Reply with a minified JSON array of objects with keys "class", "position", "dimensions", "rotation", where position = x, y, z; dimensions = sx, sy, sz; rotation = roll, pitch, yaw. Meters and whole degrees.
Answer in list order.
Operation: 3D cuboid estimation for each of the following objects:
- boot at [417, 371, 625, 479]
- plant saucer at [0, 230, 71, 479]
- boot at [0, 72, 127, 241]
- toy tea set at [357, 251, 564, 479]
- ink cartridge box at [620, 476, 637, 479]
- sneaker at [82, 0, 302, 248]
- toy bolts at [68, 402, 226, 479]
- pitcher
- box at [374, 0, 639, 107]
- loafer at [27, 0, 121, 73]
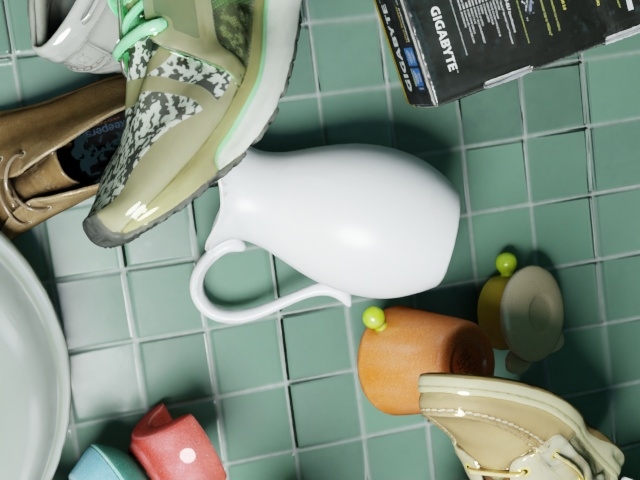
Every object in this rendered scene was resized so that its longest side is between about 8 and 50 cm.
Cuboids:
[{"class":"boot","position":[0.143,0.224,0.921],"dimensions":[0.262,0.095,0.203],"rotation":[36,65,-46]},{"class":"plant saucer","position":[-0.365,0.145,0.832],"dimensions":[0.400,0.100,0.400],"rotation":[-9,113,-23]},{"class":"boot","position":[-0.242,-0.050,0.920],"dimensions":[0.305,0.115,0.112],"rotation":[-28,105,-8]},{"class":"toy tea set","position":[0.132,0.186,1.062],"dimensions":[0.200,0.124,0.336],"rotation":[-14,98,-41]},{"class":"ink cartridge box","position":[0.268,0.333,1.076],"dimensions":[0.181,0.056,0.225],"rotation":[30,87,-55]},{"class":"sneaker","position":[-0.107,-0.190,0.825],"dimensions":[0.182,0.158,0.410],"rotation":[29,66,-24]},{"class":"toy bolts","position":[-0.125,0.264,0.944],"dimensions":[0.158,0.218,0.228],"rotation":[-32,97,-22]},{"class":"pitcher","position":[0.000,0.000,0.990],"dimensions":[0.207,0.125,0.178],"rotation":[12,110,-4]},{"class":"box","position":[0.151,-0.303,1.000],"dimensions":[0.257,0.079,0.322],"rotation":[-22,102,-12]},{"class":"loafer","position":[-0.165,-0.288,0.896],"dimensions":[0.111,0.112,0.319],"rotation":[-6,101,-56]}]
